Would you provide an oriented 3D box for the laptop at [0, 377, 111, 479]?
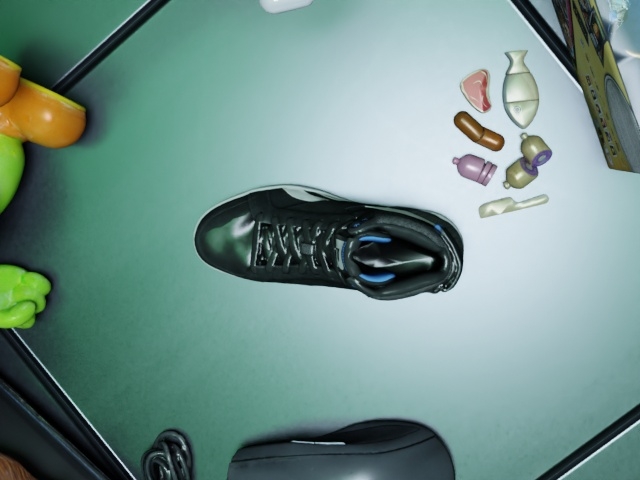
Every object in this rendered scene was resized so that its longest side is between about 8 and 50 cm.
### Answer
[{"bbox_3d":[-0.380,0.325,0.845,0.382,0.236,0.408,41,127,9],"label":"laptop"}]

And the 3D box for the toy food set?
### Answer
[{"bbox_3d":[0.137,-0.082,0.759,0.077,0.019,0.122,-14,94,8],"label":"toy food set"}]

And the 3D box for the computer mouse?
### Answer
[{"bbox_3d":[-0.019,0.245,0.791,0.261,0.060,0.184,-4,94,8],"label":"computer mouse"}]

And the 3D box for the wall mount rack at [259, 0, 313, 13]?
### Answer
[{"bbox_3d":[-0.154,-0.224,0.654,0.304,0.350,0.131,-6,125,-2],"label":"wall mount rack"}]

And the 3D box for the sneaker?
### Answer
[{"bbox_3d":[0.000,0.000,0.733,0.216,0.121,0.079,2,95,7],"label":"sneaker"}]

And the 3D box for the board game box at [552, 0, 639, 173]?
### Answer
[{"bbox_3d":[0.193,-0.167,0.671,0.042,0.165,0.243,-19,94,8],"label":"board game box"}]

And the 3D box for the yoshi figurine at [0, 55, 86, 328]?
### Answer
[{"bbox_3d":[-0.298,0.036,0.717,0.203,0.203,0.362,30,87,-24],"label":"yoshi figurine"}]

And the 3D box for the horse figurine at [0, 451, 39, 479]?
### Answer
[{"bbox_3d":[-0.323,0.239,0.730,0.263,0.066,0.174,-36,82,-17],"label":"horse figurine"}]
